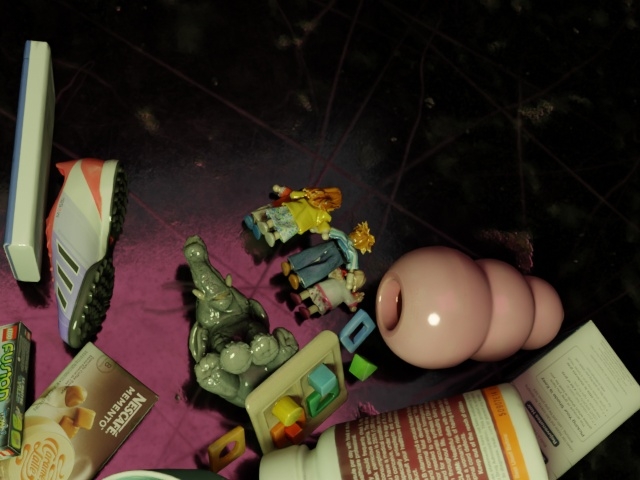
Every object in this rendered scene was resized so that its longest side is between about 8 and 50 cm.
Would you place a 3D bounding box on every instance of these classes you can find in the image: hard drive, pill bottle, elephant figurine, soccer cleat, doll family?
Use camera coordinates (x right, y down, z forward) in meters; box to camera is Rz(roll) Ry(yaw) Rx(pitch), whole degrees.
[{"bbox_3d":[-0.448,-0.116,1.307,0.040,0.210,0.318,4,73,-14],"label":"hard drive"},{"bbox_3d":[0.124,0.361,1.239,0.392,0.224,0.224,-15,76,5],"label":"pill bottle"},{"bbox_3d":[-0.144,0.138,1.348,0.169,0.186,0.239,14,26,-40],"label":"elephant figurine"},{"bbox_3d":[-0.390,0.015,1.348,0.117,0.108,0.318,5,70,1],"label":"soccer cleat"},{"bbox_3d":[0.000,0.000,1.434,0.163,0.118,0.263,-28,82,-20],"label":"doll family"}]

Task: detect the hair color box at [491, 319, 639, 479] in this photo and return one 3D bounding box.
[{"bbox_3d":[0.372,0.305,1.442,0.347,0.105,0.174,-32,82,-21],"label":"hair color box"}]

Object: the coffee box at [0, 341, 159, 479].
[{"bbox_3d":[-0.375,0.293,1.259,0.141,0.098,0.246,40,69,0],"label":"coffee box"}]

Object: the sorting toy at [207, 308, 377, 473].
[{"bbox_3d":[-0.025,0.256,1.319,0.348,0.196,0.047,-39,54,-21],"label":"sorting toy"}]

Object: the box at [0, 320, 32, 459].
[{"bbox_3d":[-0.487,0.224,1.225,0.114,0.036,0.207,-15,51,5],"label":"box"}]

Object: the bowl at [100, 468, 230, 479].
[{"bbox_3d":[-0.193,0.450,1.186,0.312,0.163,0.311,2,95,21],"label":"bowl"}]

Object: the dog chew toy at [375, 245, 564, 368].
[{"bbox_3d":[0.266,0.119,1.432,0.332,0.206,0.206,6,72,-21],"label":"dog chew toy"}]
